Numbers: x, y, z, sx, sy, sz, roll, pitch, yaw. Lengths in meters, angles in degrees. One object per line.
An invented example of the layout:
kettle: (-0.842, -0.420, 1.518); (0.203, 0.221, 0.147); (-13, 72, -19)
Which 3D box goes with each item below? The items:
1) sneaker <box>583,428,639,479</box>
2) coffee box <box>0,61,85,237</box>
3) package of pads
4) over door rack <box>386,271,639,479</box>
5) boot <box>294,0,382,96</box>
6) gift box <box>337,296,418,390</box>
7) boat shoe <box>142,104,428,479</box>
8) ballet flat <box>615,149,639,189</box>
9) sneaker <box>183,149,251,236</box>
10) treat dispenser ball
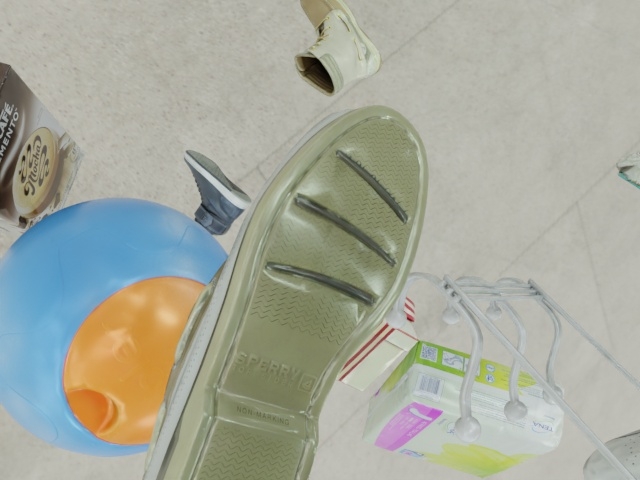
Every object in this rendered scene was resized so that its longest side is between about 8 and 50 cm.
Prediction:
sneaker: (0.295, 0.120, 0.473); (0.153, 0.235, 0.094); (59, 36, -17)
coffee box: (-0.454, -0.117, 0.896); (0.119, 0.297, 0.168); (16, 77, 1)
package of pads: (0.209, 0.272, 0.984); (0.296, 0.229, 0.101); (107, -1, -60)
over door rack: (0.232, 0.147, 0.570); (0.239, 0.324, 0.108); (5, 117, -53)
boot: (0.002, -0.381, 1.226); (0.213, 0.077, 0.165); (51, 51, 1)
gift box: (0.082, 0.195, 1.722); (0.255, 0.276, 0.258); (29, 115, -31)
boat shoe: (-0.033, 0.049, 0.402); (0.113, 0.103, 0.302); (34, 74, -27)
ballet flat: (0.672, -0.125, 1.205); (0.409, 0.147, 0.147); (9, 108, -50)
sneaker: (-0.300, -0.109, 1.632); (0.163, 0.226, 0.086); (-51, 162, 20)
treat dispenser ball: (-0.228, 0.094, 0.733); (0.288, 0.288, 0.288); (-15, 120, -28)
